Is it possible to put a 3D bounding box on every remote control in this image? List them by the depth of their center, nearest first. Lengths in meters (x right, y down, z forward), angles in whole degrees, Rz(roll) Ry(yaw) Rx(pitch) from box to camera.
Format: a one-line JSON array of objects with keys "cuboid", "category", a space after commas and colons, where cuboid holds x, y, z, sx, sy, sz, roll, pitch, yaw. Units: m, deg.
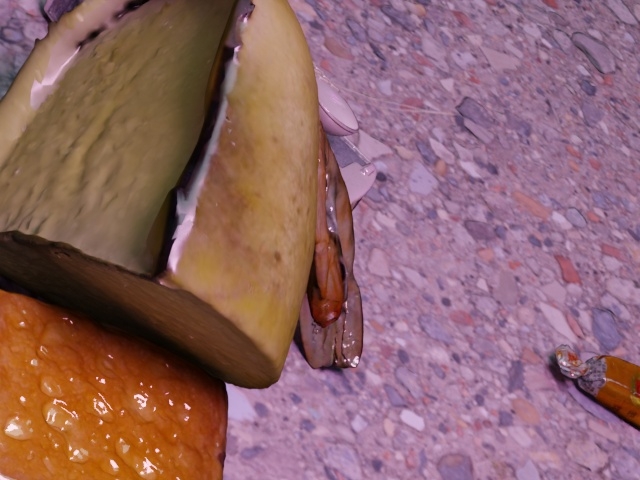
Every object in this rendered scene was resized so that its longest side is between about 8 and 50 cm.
[{"cuboid": [-0.043, -0.164, 1.759, 0.229, 0.044, 0.073, 48, 16, 32], "category": "remote control"}]

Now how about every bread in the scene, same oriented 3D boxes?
[{"cuboid": [-0.178, 0.153, 1.424, 0.235, 0.099, 0.210, 27, 40, -26], "category": "bread"}]

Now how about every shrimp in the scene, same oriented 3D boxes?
[{"cuboid": [0.001, 0.000, 1.624, 0.058, 0.253, 0.173, -8, 15, -1], "category": "shrimp"}]

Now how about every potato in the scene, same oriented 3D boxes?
[{"cuboid": [-0.090, -0.060, 1.510, 0.213, 0.330, 0.280, 36, 72, -37], "category": "potato"}]

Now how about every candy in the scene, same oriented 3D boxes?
[{"cuboid": [0.298, 0.148, 1.885, 0.182, 0.046, 0.053, 27, 41, -10], "category": "candy"}]

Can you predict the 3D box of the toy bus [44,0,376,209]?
[{"cuboid": [-0.100, -0.130, 1.788, 0.342, 0.097, 0.138, 45, 30, 8], "category": "toy bus"}]
